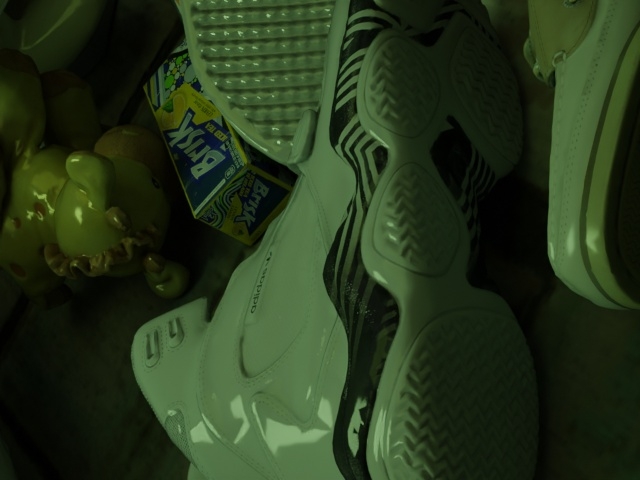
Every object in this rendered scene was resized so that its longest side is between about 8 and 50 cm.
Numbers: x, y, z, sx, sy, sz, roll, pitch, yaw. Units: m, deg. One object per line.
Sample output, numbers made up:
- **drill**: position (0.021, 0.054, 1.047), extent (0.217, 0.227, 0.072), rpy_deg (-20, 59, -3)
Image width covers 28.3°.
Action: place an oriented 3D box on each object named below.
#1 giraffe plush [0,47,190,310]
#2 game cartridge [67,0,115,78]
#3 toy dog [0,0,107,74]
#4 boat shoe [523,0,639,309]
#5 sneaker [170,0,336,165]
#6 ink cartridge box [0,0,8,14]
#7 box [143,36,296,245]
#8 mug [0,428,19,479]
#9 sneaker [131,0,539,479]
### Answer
- **giraffe plush**: position (-0.177, -0.033, 0.933), extent (0.171, 0.181, 0.210), rpy_deg (0, 75, 39)
- **game cartridge**: position (-0.307, -0.199, 1.252), extent (0.294, 0.060, 0.196), rpy_deg (-20, 59, 41)
- **toy dog**: position (-0.457, -0.245, 1.078), extent (0.395, 0.408, 0.284), rpy_deg (-46, 41, 20)
- **boat shoe**: position (0.162, -0.098, 0.633), extent (0.103, 0.113, 0.302), rpy_deg (-7, 53, 47)
- **sneaker**: position (-0.046, -0.178, 0.905), extent (0.126, 0.127, 0.321), rpy_deg (-34, 70, 9)
- **ink cartridge box**: position (-0.397, -0.155, 0.910), extent (0.296, 0.261, 0.066), rpy_deg (-40, 29, 42)
- **box**: position (-0.074, -0.075, 0.917), extent (0.059, 0.054, 0.169), rpy_deg (-46, 41, 19)
- **mug**: position (-0.387, 0.159, 0.949), extent (0.374, 0.276, 0.328), rpy_deg (96, 150, -53)
- **sneaker**: position (0.000, 0.000, 0.722), extent (0.210, 0.137, 0.365), rpy_deg (-22, 57, 36)
